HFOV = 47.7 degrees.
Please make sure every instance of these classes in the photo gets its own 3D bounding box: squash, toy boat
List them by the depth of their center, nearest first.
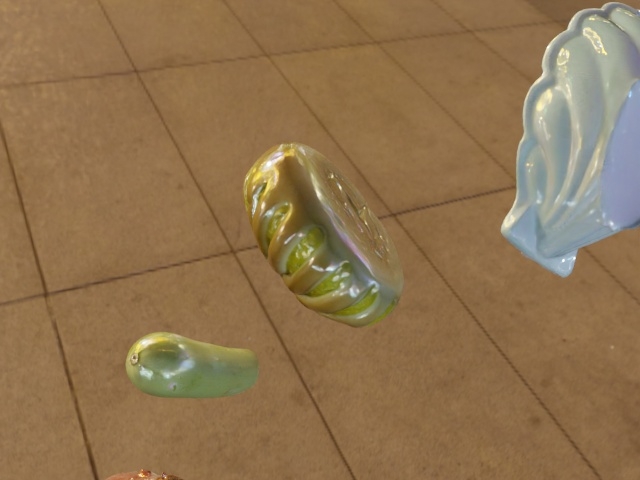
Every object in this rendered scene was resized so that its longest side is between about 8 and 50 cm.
[{"bbox_3d":[0.294,-0.103,0.723,0.199,0.290,0.100,30,-4,-26],"label":"toy boat"},{"bbox_3d":[-0.157,0.167,0.951,0.083,0.083,0.250,38,7,28],"label":"squash"}]

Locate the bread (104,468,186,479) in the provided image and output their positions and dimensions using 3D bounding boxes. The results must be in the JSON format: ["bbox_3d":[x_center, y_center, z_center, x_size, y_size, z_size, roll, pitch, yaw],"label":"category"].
[{"bbox_3d":[-0.182,0.307,0.715,0.073,0.160,0.160,1,37,26],"label":"bread"}]

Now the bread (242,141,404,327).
[{"bbox_3d":[0.000,0.000,0.758,0.105,0.213,0.213,-34,43,16],"label":"bread"}]
